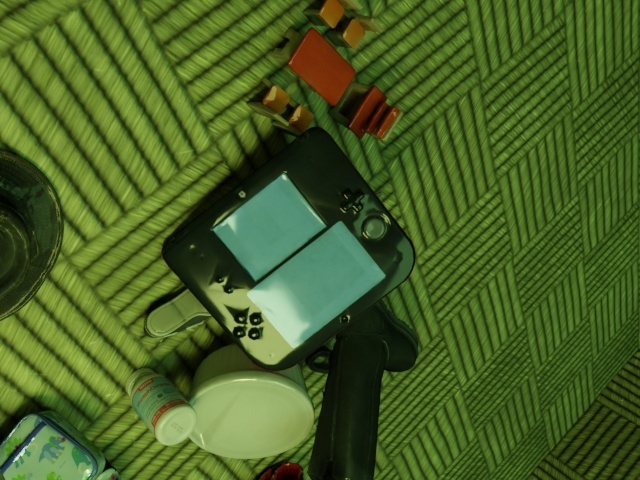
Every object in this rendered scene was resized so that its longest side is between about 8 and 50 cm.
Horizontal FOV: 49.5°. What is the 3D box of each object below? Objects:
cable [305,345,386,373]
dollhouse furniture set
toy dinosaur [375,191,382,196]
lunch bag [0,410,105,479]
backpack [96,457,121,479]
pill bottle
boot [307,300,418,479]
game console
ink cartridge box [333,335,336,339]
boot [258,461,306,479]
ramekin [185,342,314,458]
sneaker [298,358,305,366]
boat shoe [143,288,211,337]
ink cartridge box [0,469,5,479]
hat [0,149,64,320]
[{"bbox_3d":[0.059,0.323,1.794,0.287,0.072,0.139,14,121,-34],"label":"cable"},{"bbox_3d":[0.034,-0.298,1.316,0.259,0.135,0.262,32,91,-48],"label":"dollhouse furniture set"},{"bbox_3d":[0.000,0.000,1.435,0.295,0.127,0.200,-33,125,-16],"label":"toy dinosaur"},{"bbox_3d":[-0.510,0.422,1.222,0.219,0.176,0.090,-49,177,-8],"label":"lunch bag"},{"bbox_3d":[-0.454,0.533,1.358,0.166,0.144,0.188,-31,134,-31],"label":"backpack"},{"bbox_3d":[-0.313,0.315,1.342,0.087,0.160,0.087,-23,128,-33],"label":"pill bottle"},{"bbox_3d":[0.109,0.370,1.552,0.367,0.146,0.445,48,37,-43],"label":"boot"},{"bbox_3d":[-0.050,0.030,1.310,0.386,0.060,0.342,-38,107,4],"label":"game console"},{"bbox_3d":[0.068,0.188,1.717,0.115,0.029,0.063,-37,135,-20],"label":"ink cartridge box"},{"bbox_3d":[-0.057,0.712,1.827,0.377,0.138,0.284,-28,121,-46],"label":"boot"},{"bbox_3d":[-0.151,0.329,1.457,0.273,0.127,0.273,-3,130,-4],"label":"ramekin"},{"bbox_3d":[-0.043,0.174,1.573,0.129,0.111,0.297,6,115,-61],"label":"sneaker"},{"bbox_3d":[-0.260,0.136,1.376,0.206,0.075,0.065,-25,172,-37],"label":"boat shoe"},{"bbox_3d":[-0.651,0.414,1.082,0.233,0.168,0.171,-50,138,-6],"label":"ink cartridge box"},{"bbox_3d":[-0.511,0.032,1.012,0.331,0.134,0.331,-23,128,-33],"label":"hat"}]
